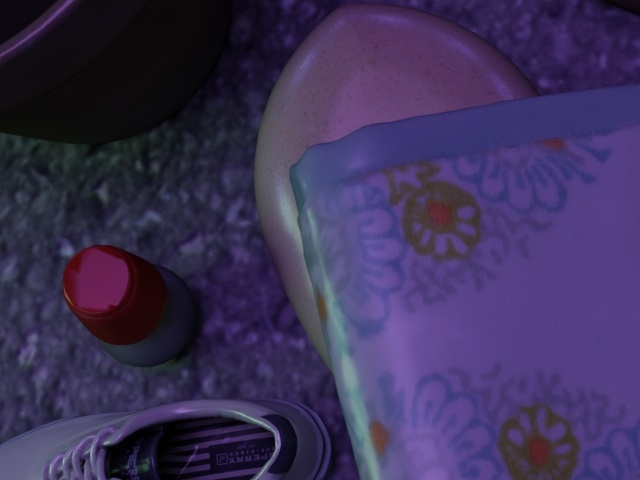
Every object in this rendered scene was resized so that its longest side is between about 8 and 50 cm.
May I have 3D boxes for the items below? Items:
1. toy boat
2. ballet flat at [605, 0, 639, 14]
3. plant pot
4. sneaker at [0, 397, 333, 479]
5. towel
[{"bbox_3d":[0.000,0.000,1.105,0.318,0.148,0.267,-17,75,5],"label":"toy boat"},{"bbox_3d":[0.254,-0.163,1.101,0.250,0.058,0.084,26,83,23],"label":"ballet flat"},{"bbox_3d":[-0.192,-0.194,1.135,0.323,0.280,0.323,-5,74,16],"label":"plant pot"},{"bbox_3d":[-0.124,0.140,1.117,0.258,0.091,0.094,-16,70,13],"label":"sneaker"},{"bbox_3d":[0.196,0.070,0.937,0.374,0.090,0.320,-10,66,-12],"label":"towel"}]
